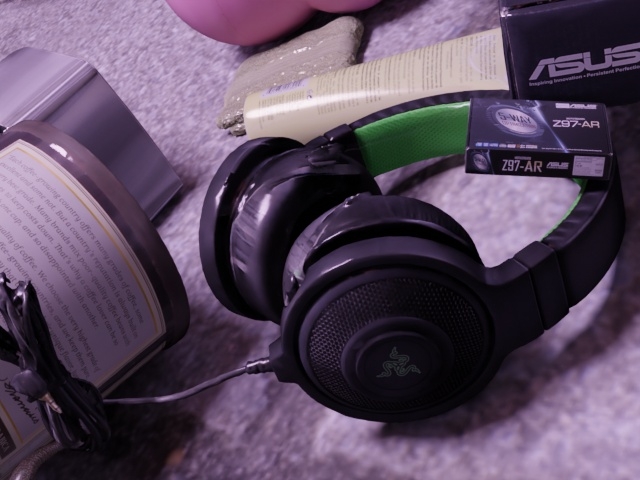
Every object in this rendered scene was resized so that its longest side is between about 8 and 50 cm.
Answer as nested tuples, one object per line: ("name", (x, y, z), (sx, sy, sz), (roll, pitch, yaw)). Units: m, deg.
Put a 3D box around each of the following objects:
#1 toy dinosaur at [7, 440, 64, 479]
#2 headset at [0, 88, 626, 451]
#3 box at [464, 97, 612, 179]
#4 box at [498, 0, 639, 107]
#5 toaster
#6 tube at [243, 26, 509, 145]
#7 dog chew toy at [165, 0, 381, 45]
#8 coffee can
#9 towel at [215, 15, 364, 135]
("toy dinosaur", (-0.192, 0.268, 0.551), (0.160, 0.121, 0.313), (9, 49, 29))
("headset", (0.000, 0.000, 0.605), (0.394, 0.185, 0.243), (-32, 35, -14))
("box", (0.130, -0.062, 0.585), (0.083, 0.018, 0.067), (4, 35, 10))
("box", (0.282, -0.260, 0.695), (0.318, 0.097, 0.395), (-5, 44, 14))
("toaster", (-0.235, -0.079, 0.892), (0.110, 0.168, 0.186), (-48, 38, -17))
("tube", (0.054, -0.120, 0.807), (0.240, 0.062, 0.070), (-13, 86, 21))
("dog chew toy", (-0.001, -0.306, 0.941), (0.332, 0.206, 0.206), (-5, 46, 24))
("coffee can", (-0.257, 0.072, 0.664), (0.201, 0.201, 0.275), (13, 44, 46))
("towel", (-0.029, -0.159, 0.934), (0.148, 0.027, 0.110), (-16, 42, 25))
